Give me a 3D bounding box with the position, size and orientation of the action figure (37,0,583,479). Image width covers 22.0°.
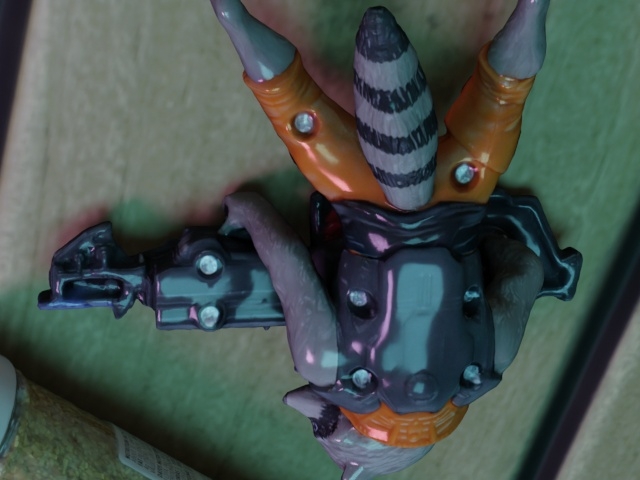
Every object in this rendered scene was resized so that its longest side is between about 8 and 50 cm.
[{"bbox_3d":[0.000,0.000,0.943,0.341,0.178,0.330,-9,117,-5],"label":"action figure"}]

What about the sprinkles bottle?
[{"bbox_3d":[-0.133,0.190,1.089,0.355,0.121,0.121,34,114,-29],"label":"sprinkles bottle"}]
